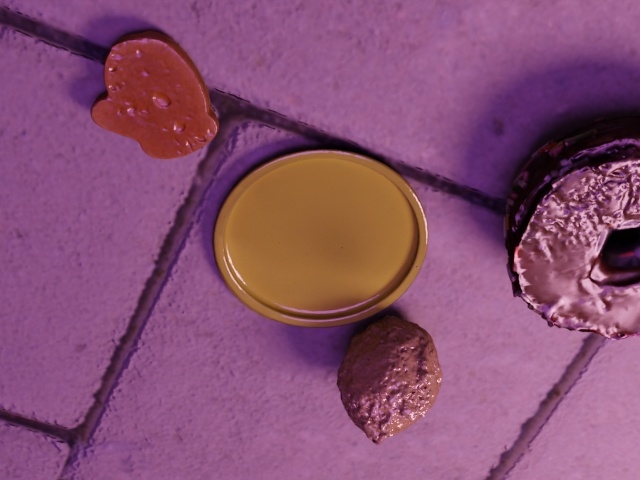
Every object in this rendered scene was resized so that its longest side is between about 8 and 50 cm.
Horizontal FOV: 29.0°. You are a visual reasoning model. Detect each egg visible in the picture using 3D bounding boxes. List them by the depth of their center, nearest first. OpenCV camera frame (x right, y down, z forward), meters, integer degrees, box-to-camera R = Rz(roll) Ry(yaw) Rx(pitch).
[{"bbox_3d":[0.076,0.155,1.387,0.116,0.118,0.140,18,90,-16],"label":"egg"}]

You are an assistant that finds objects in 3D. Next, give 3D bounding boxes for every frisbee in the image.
[{"bbox_3d":[0.000,0.000,1.336,0.236,0.017,0.236,-1,124,-2],"label":"frisbee"}]

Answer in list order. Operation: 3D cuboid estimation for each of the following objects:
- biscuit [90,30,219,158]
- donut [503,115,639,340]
[{"bbox_3d":[-0.171,-0.141,1.226,0.118,0.023,0.140,-13,125,7],"label":"biscuit"},{"bbox_3d":[0.317,-0.015,1.290,0.269,0.103,0.270,0,126,0],"label":"donut"}]
